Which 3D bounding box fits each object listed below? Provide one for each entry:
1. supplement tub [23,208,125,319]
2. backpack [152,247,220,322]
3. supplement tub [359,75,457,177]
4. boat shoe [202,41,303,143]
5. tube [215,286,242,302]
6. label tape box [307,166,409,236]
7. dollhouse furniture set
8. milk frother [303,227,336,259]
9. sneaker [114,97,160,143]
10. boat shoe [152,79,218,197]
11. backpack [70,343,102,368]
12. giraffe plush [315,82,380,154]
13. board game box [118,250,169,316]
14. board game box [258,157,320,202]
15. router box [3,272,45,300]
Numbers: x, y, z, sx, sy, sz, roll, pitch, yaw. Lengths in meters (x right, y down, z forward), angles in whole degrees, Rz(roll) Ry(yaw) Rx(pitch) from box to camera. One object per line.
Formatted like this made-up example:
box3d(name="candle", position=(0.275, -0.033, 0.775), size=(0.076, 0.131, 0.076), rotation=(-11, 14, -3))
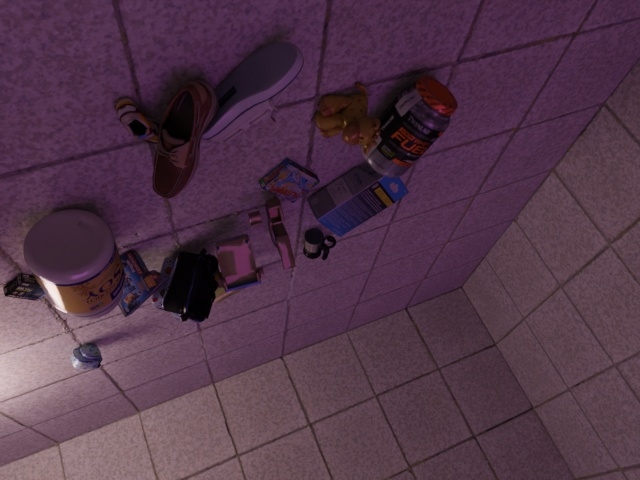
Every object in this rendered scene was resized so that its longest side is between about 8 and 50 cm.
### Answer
box3d(name="supplement tub", position=(-0.732, 0.085, 1.643), size=(0.240, 0.241, 0.331), rotation=(-17, 154, -19))
box3d(name="backpack", position=(-0.502, 0.192, 2.051), size=(0.213, 0.277, 0.263), rotation=(10, 158, 15))
box3d(name="supplement tub", position=(0.290, -0.373, 1.781), size=(0.193, 0.194, 0.316), rotation=(-2, 146, -41))
box3d(name="boat shoe", position=(-0.166, -0.368, 1.429), size=(0.367, 0.136, 0.156), rotation=(-34, 154, 23))
box3d(name="tube", position=(-0.375, 0.201, 2.430), size=(0.240, 0.062, 0.070), rotation=(-27, -164, -9))
box3d(name="label tape box", position=(0.153, -0.175, 2.137), size=(0.347, 0.115, 0.249), rotation=(-34, 154, 11))
box3d(name="dollhouse furniture set", position=(-0.276, -0.004, 2.002), size=(0.303, 0.198, 0.287), rotation=(-16, 117, -8))
box3d(name="milk frother", position=(0.000, 0.000, 2.369), size=(0.135, 0.129, 0.143), rotation=(100, 15, -61))
box3d(name="sneaker", position=(-0.454, -0.282, 1.380), size=(0.069, 0.084, 0.185), rotation=(-30, 155, 9))
box3d(name="boat shoe", position=(-0.369, -0.254, 1.370), size=(0.325, 0.123, 0.116), rotation=(-67, 173, 21))
box3d(name="backpack", position=(-1.022, 0.504, 2.351), size=(0.114, 0.105, 0.084), rotation=(4, 119, -46))
box3d(name="giraffe plush", position=(0.106, -0.357, 1.664), size=(0.210, 0.171, 0.181), rotation=(-28, 155, 3))
box3d(name="board game box", position=(-0.651, 0.140, 1.915), size=(0.194, 0.194, 0.060), rotation=(-28, -178, 5))
box3d(name="board game box", position=(-0.108, -0.209, 1.909), size=(0.136, 0.035, 0.201), rotation=(-36, 153, 20))
box3d(name="router box", position=(-0.969, 0.157, 1.795), size=(0.092, 0.038, 0.122), rotation=(-35, 154, 17))
